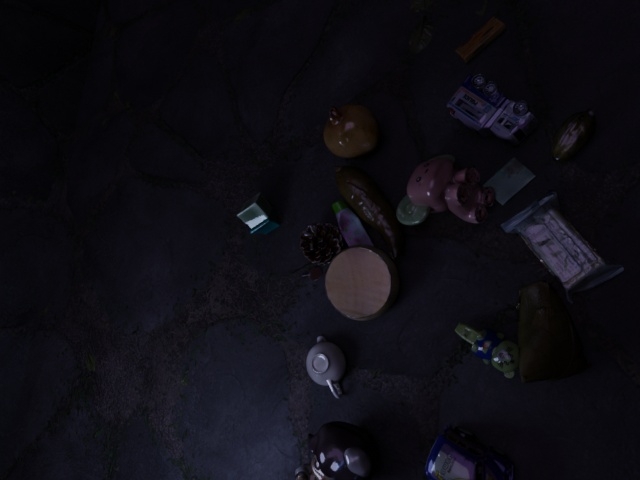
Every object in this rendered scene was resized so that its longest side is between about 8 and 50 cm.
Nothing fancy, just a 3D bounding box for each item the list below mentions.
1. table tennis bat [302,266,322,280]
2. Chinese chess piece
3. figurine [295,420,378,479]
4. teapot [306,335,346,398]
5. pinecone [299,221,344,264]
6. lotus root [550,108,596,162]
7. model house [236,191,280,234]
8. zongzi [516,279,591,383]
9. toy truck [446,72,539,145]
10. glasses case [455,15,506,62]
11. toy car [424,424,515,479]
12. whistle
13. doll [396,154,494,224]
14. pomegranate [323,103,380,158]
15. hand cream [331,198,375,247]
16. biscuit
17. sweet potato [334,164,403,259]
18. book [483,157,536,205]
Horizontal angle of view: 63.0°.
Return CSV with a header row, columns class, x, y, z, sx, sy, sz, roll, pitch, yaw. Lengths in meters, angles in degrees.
class,x,y,z,sx,sy,sz,roll,pitch,yaw
table tennis bat,-0.031,0.125,1.946,0.083,0.007,0.050,-7,74,26
Chinese chess piece,0.139,0.142,1.765,0.257,0.104,0.257,-2,86,25
figurine,0.014,0.724,1.637,0.365,0.206,0.218,-46,51,12
teapot,0.020,0.431,1.788,0.145,0.092,0.226,-28,67,21
pinecone,-0.003,0.006,1.870,0.163,0.165,0.162,-4,80,24
lotus root,0.760,-0.316,1.576,0.089,0.080,0.179,37,101,18
model house,-0.238,-0.093,2.059,0.100,0.149,0.127,-34,19,20
zongzi,0.574,0.239,1.403,0.145,0.300,0.273,-32,62,40
toy truck,0.558,-0.412,1.695,0.155,0.124,0.268,-52,56,16
glasses case,0.558,-0.696,1.820,0.170,0.041,0.064,-41,49,15
toy car,0.410,0.642,1.462,0.235,0.158,0.172,20,87,33
whistle,0.501,0.312,1.545,0.227,0.085,0.105,32,98,33
doll,0.390,-0.158,1.704,0.268,0.216,0.284,7,61,55
pomegranate,0.116,-0.393,1.900,0.207,0.207,0.207,-8,72,28
hand cream,0.126,-0.017,1.846,0.079,0.050,0.275,-36,79,46
biscuit,0.699,0.013,1.521,0.186,0.079,0.309,-40,60,12
sweet potato,0.181,-0.113,1.827,0.130,0.130,0.422,-39,66,15
book,0.599,-0.190,1.669,0.135,0.017,0.103,-44,61,12
